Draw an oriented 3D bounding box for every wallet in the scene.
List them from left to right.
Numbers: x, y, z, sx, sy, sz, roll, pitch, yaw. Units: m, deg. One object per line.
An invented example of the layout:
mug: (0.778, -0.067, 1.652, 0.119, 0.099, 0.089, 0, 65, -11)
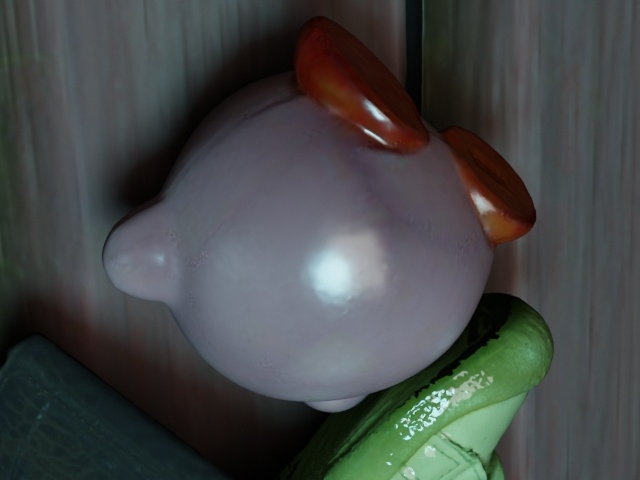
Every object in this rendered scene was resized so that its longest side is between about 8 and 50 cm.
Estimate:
wallet: (-0.058, 0.196, 0.884, 0.321, 0.044, 0.170, 35, 114, 4)

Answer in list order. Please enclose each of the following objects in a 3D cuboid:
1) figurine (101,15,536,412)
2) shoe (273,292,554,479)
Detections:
figurine: (0.000, 0.000, 0.859, 0.173, 0.173, 0.173, -7, 113, -17)
shoe: (0.037, 0.139, 0.948, 0.128, 0.140, 0.262, 41, 101, -20)
